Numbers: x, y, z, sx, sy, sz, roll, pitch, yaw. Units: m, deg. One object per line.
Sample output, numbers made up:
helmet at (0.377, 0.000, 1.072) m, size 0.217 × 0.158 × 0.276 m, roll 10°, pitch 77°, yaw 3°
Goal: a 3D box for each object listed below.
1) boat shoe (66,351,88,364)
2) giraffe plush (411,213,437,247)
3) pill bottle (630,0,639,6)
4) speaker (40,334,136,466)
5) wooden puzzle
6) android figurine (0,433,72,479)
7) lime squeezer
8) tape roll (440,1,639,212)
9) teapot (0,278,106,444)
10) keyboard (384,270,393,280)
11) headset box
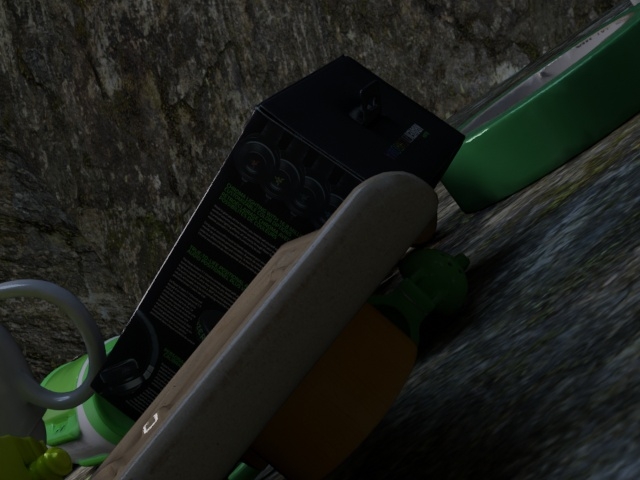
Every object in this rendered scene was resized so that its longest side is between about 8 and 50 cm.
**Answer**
boat shoe at (-0.396, 0.269, 1.613) m, size 0.132 × 0.130 × 0.355 m, roll -33°, pitch 5°, yaw 39°
giraffe plush at (0.003, -0.001, 1.350) m, size 0.170 × 0.210 × 0.181 m, roll -64°, pitch 2°, yaw -2°
pill bottle at (0.486, -0.357, 1.447) m, size 0.246 × 0.136 × 0.136 m, roll -33°, pitch 5°, yaw 34°
speaker at (-0.239, 0.182, 1.371) m, size 0.131 × 0.131 × 0.296 m, roll -38°, pitch 5°, yaw -27°
wooden puzzle at (-0.068, 0.127, 0.643) m, size 0.322 × 0.080 × 0.348 m, roll -50°, pitch 3°, yaw -12°
android figurine at (-0.272, 0.207, 0.796) m, size 0.273 × 0.056 × 0.248 m, roll -37°, pitch -17°, yaw 25°
lime squeezer at (0.045, 0.062, 0.899) m, size 0.110 × 0.059 × 0.310 m, roll -30°, pitch 8°, yaw 48°
tape roll at (0.268, -0.153, 1.361) m, size 0.321 × 0.077 × 0.321 m, roll -36°, pitch 3°, yaw 2°
teapot at (-0.303, 0.168, 0.984) m, size 0.252 × 0.187 × 0.256 m, roll -61°, pitch 5°, yaw -30°
keyboard at (0.000, 0.000, 1.195) m, size 0.072 × 0.014 × 0.256 m, roll -41°, pitch -35°, yaw 1°
headset box at (-0.020, 0.004, 0.966) m, size 0.283 × 0.131 × 0.246 m, roll -57°, pitch -4°, yaw 24°
